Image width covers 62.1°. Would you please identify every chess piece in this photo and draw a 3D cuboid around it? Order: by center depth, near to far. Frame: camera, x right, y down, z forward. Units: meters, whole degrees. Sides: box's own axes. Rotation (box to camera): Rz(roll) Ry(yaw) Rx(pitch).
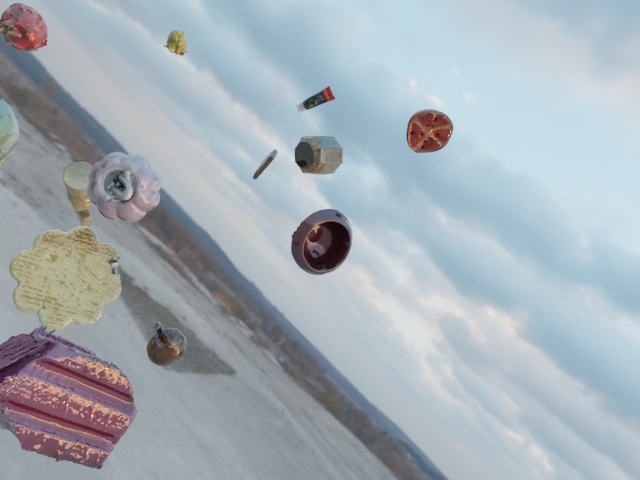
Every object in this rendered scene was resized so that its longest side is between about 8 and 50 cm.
[{"bbox_3d":[-0.940,-0.174,2.087,0.137,0.137,0.301,44,-36,5],"label":"chess piece"}]

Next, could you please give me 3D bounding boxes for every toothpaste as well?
[{"bbox_3d":[-0.027,-0.698,2.644,0.045,0.193,0.071,-77,143,-63],"label":"toothpaste"}]

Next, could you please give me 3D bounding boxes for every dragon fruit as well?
[{"bbox_3d":[-0.971,-0.674,1.713,0.153,0.153,0.111,49,22,-27],"label":"dragon fruit"}]

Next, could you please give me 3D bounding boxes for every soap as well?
[{"bbox_3d":[-0.443,0.261,0.897,0.112,0.182,0.289,17,-20,35],"label":"soap"}]

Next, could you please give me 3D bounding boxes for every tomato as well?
[{"bbox_3d":[0.350,-0.363,1.720,0.156,0.155,0.069,51,25,-32],"label":"tomato"}]

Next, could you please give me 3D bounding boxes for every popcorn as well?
[{"bbox_3d":[-0.480,-0.645,1.737,0.084,0.084,0.084,43,-9,9],"label":"popcorn"}]

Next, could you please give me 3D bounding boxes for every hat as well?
[{"bbox_3d":[0.000,0.000,1.497,0.205,0.205,0.089,52,-9,-37],"label":"hat"}]

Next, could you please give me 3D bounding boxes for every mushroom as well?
[{"bbox_3d":[-0.522,0.347,1.789,0.080,0.135,0.171,13,-52,51],"label":"mushroom"}]

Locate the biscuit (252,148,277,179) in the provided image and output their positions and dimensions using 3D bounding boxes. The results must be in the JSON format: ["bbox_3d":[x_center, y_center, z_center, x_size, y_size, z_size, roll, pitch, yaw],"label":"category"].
[{"bbox_3d":[-0.167,-0.247,1.656,0.019,0.120,0.130,37,-19,-14],"label":"biscuit"}]

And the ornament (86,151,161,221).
[{"bbox_3d":[-0.487,-0.133,1.314,0.177,0.177,0.177,43,-9,9],"label":"ornament"}]

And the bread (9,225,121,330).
[{"bbox_3d":[-0.743,0.111,1.569,0.316,0.316,0.054,48,-23,-17],"label":"bread"}]

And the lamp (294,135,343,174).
[{"bbox_3d":[-0.006,-0.334,2.078,0.161,0.161,0.185,39,30,30],"label":"lamp"}]

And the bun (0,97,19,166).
[{"bbox_3d":[-0.792,-0.193,1.136,0.293,0.293,0.187,34,-42,48],"label":"bun"}]
